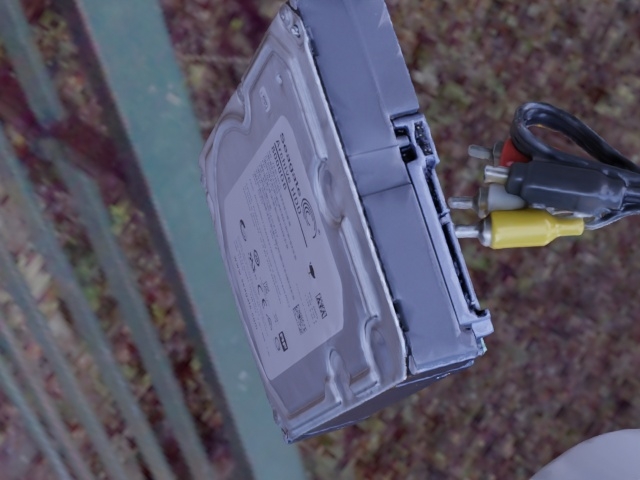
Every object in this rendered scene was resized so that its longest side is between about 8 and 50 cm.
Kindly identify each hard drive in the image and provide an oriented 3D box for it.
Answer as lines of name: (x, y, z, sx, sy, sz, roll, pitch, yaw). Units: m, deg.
hard drive: (0.000, 0.000, 1.001, 0.064, 0.237, 0.339, -15, 171, -18)

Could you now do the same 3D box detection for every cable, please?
cable: (0.256, -0.035, 1.286, 0.072, 0.287, 0.139, 97, 7, -56)

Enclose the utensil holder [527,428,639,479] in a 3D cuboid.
utensil holder: (0.331, 0.362, 1.173, 0.327, 0.385, 0.328, -13, 117, -27)
